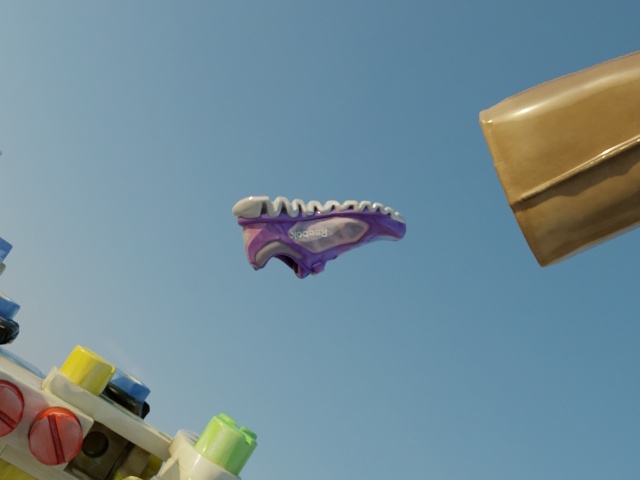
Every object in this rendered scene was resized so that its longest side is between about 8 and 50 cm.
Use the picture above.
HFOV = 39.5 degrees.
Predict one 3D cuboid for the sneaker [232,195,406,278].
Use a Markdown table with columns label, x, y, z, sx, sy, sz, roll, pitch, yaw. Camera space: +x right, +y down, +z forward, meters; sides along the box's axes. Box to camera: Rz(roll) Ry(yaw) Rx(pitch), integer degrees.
| label | x | y | z | sx | sy | sz | roll | pitch | yaw |
| --- | --- | --- | --- | --- | --- | --- | --- | --- | --- |
| sneaker | 0.000 | 0.000 | 1.190 | 0.095 | 0.236 | 0.105 | 143 | -53 | -73 |

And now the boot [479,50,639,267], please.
| label | x | y | z | sx | sy | sz | roll | pitch | yaw |
| --- | --- | --- | --- | --- | --- | --- | --- | --- | --- |
| boot | 0.272 | -0.041 | 0.612 | 0.089 | 0.269 | 0.236 | 34 | 37 | -58 |

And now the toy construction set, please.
| label | x | y | z | sx | sy | sz | roll | pitch | yaw |
| --- | --- | --- | --- | --- | --- | --- | --- | --- | --- |
| toy construction set | -0.148 | 0.097 | 0.493 | 0.328 | 0.151 | 0.215 | 50 | -13 | -13 |
